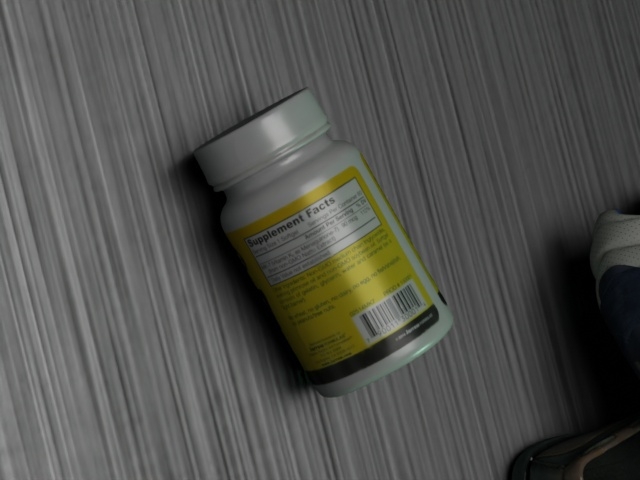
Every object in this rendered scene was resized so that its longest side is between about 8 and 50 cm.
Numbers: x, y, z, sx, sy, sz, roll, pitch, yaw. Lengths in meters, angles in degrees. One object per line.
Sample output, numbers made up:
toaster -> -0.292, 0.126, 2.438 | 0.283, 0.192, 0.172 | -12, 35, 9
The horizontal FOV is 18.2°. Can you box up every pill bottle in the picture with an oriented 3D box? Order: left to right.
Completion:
pill bottle -> 0.000, 0.000, 1.474 | 0.119, 0.119, 0.208 | -33, 96, -29

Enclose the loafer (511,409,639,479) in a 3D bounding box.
loafer -> 0.283, 0.172, 1.610 | 0.267, 0.084, 0.096 | -16, 86, -29

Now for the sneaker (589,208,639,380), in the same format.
sneaker -> 0.364, 0.045, 1.630 | 0.323, 0.130, 0.236 | -1, 55, -34
